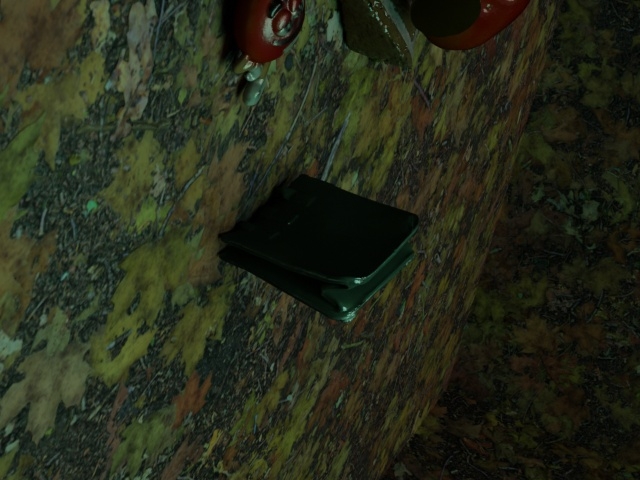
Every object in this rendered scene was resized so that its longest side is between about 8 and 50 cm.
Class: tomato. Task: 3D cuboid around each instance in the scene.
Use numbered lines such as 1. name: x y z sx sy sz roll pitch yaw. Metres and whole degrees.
1. tomato: 0.285 -0.485 1.865 0.260 0.180 0.259 -12 129 -15

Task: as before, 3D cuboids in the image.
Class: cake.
1. cake: 0.077 -0.413 1.628 0.116 0.113 0.295 -68 151 -23

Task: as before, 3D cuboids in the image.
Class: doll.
1. doll: -0.063 -0.300 1.340 0.183 0.085 0.217 -59 168 -24

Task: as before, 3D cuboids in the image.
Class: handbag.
1. handbag: 0.000 0.002 1.566 0.247 0.260 0.079 -39 143 -48

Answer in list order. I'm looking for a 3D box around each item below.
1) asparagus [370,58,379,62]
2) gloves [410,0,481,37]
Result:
1. asparagus: 0.128 -0.412 1.822 0.036 0.030 0.165 2 112 -45
2. gloves: 0.199 -0.497 1.669 0.133 0.116 0.294 -39 -137 43
